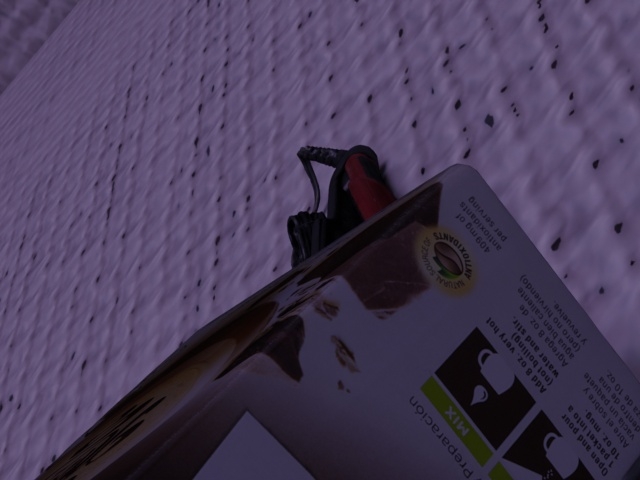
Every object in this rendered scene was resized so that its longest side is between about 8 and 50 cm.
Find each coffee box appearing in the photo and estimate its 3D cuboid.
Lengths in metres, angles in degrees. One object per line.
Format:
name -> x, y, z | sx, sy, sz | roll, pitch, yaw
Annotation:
coffee box -> -0.044, 0.119, 0.597 | 0.168, 0.119, 0.297 | -33, 7, 45

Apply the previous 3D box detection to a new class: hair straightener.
hair straightener -> 0.000, 0.000, 0.963 | 0.089, 0.047, 0.230 | -50, 18, 9
